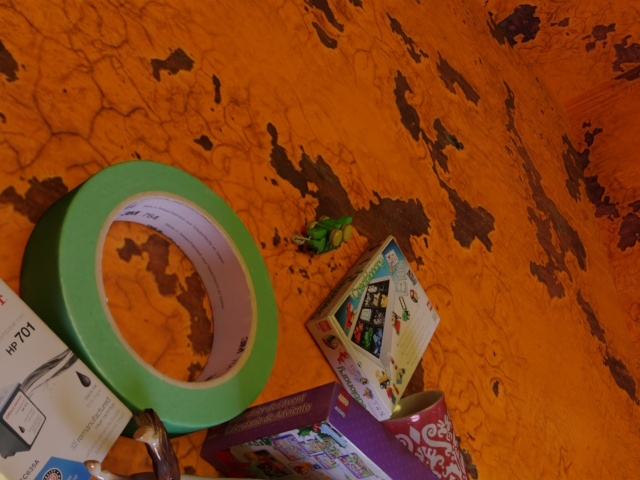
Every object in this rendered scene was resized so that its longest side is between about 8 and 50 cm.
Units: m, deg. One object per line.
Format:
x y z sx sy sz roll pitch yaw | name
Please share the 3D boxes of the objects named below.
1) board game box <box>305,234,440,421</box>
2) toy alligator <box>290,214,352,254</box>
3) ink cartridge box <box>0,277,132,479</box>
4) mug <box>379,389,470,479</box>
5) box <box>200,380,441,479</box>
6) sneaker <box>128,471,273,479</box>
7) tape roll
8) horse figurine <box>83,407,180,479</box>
0.102 0.138 1.217 0.193 0.053 0.305 59 33 -10 | board game box
0.000 0.000 1.172 0.189 0.056 0.051 -26 131 -57 | toy alligator
-0.285 0.150 0.640 0.191 0.082 0.140 54 34 -19 | ink cartridge box
0.182 0.334 1.151 0.150 0.113 0.169 -21 90 -55 | mug
0.026 0.296 0.869 0.293 0.200 0.057 47 37 -26 | box
-0.108 0.320 0.772 0.221 0.083 0.118 15 61 -29 | sneaker
-0.184 0.066 0.843 0.321 0.077 0.322 32 45 -39 | tape roll
-0.181 0.279 0.631 0.263 0.066 0.175 -61 145 -46 | horse figurine
